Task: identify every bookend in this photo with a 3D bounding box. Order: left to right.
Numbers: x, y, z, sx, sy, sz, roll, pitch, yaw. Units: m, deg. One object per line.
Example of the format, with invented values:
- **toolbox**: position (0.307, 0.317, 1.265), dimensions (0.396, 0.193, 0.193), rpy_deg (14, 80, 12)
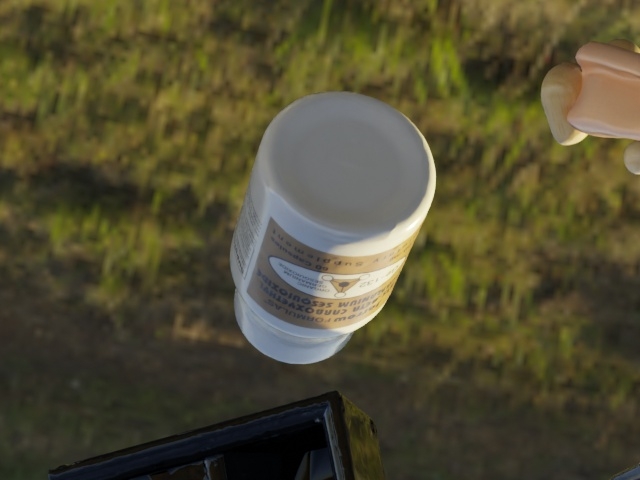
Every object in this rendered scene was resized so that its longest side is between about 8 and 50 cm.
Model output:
- **bookend**: position (-0.040, 0.173, 0.969), dimensions (0.157, 0.156, 0.072), rpy_deg (-15, 159, 12)

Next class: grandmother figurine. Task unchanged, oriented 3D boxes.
- **grandmother figurine**: position (0.332, -0.100, 1.590), dimensions (0.342, 0.208, 0.104), rpy_deg (15, 132, 51)

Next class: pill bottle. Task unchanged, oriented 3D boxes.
- **pill bottle**: position (0.000, 0.000, 1.482), dimensions (0.131, 0.131, 0.229), rpy_deg (12, 149, -5)

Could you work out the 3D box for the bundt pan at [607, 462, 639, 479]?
- **bundt pan**: position (0.233, 0.227, 0.838), dimensions (0.331, 0.331, 0.124), rpy_deg (2, -167, 25)
